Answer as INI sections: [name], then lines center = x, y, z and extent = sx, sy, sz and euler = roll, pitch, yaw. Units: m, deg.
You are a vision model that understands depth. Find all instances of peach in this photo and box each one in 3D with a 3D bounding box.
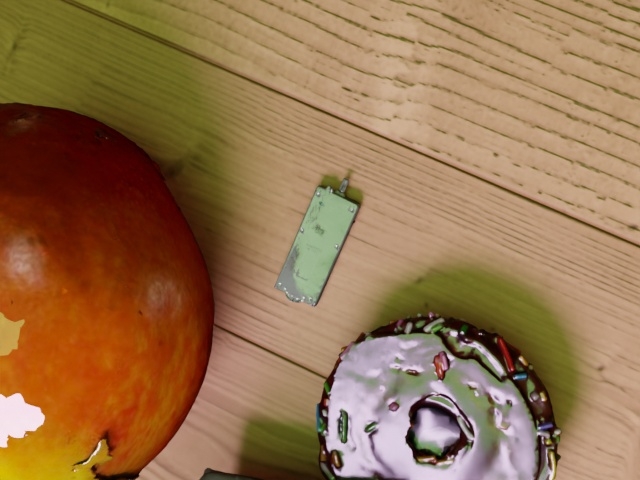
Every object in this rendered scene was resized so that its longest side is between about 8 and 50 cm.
[peach]
center = -0.264, 0.051, 0.936
extent = 0.370, 0.370, 0.370
euler = 2, 97, 14

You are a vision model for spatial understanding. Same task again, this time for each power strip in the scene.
[power strip]
center = 0.000, 0.000, 1.019
extent = 0.051, 0.019, 0.136
euler = 25, 102, 12

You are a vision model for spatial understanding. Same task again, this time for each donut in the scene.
[donut]
center = 0.114, 0.178, 0.975
extent = 0.235, 0.089, 0.235
euler = 2, 97, 15

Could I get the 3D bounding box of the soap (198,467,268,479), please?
[soap]
center = -0.099, 0.452, 0.857
extent = 0.213, 0.435, 0.350
euler = 12, 118, 17
